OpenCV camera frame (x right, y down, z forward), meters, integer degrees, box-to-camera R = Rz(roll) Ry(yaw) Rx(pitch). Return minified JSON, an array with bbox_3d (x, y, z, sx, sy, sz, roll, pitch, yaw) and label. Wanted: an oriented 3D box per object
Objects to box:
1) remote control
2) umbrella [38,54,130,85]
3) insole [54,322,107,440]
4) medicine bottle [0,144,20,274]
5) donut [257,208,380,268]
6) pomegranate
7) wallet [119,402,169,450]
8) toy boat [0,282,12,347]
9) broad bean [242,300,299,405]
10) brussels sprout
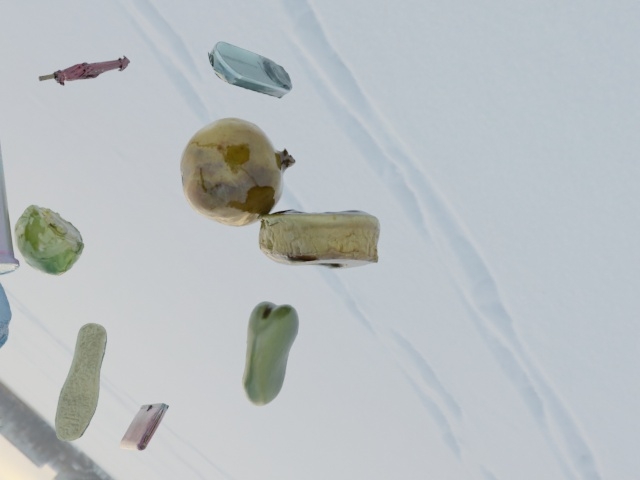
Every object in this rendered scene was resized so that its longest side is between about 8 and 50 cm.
[{"bbox_3d":[-0.154,-0.379,1.580,0.052,0.247,0.104,-40,67,27],"label":"remote control"},{"bbox_3d":[-0.357,-0.260,1.081,0.025,0.165,0.027,11,118,34],"label":"umbrella"},{"bbox_3d":[-0.502,0.296,1.486,0.081,0.248,0.011,8,163,-3],"label":"insole"},{"bbox_3d":[-0.689,-0.143,1.424,0.108,0.108,0.426,137,123,-66],"label":"medicine bottle"},{"bbox_3d":[0.000,0.000,1.809,0.330,0.330,0.160,5,95,53],"label":"donut"},{"bbox_3d":[-0.237,-0.178,1.878,0.307,0.307,0.307,33,155,18],"label":"pomegranate"},{"bbox_3d":[-0.432,0.453,1.711,0.025,0.119,0.232,34,154,-15],"label":"wallet"},{"bbox_3d":[-0.531,0.115,1.062,0.109,0.098,0.238,44,177,-37],"label":"toy boat"},{"bbox_3d":[-0.126,0.277,1.748,0.121,0.263,0.189,1,164,16],"label":"broad bean"},{"bbox_3d":[-0.593,0.006,1.519,0.149,0.122,0.151,39,178,-19],"label":"brussels sprout"}]
